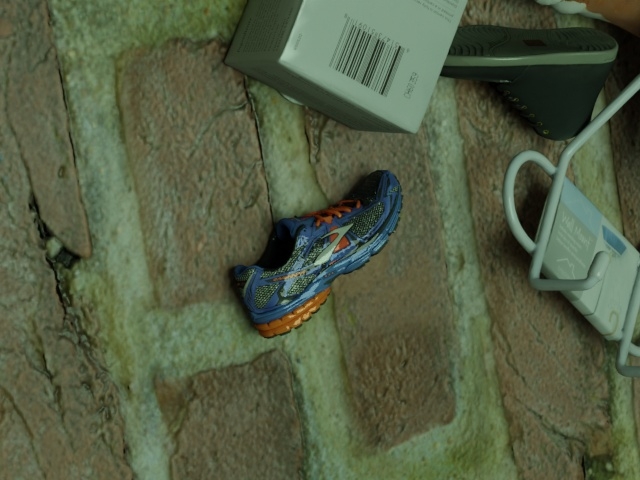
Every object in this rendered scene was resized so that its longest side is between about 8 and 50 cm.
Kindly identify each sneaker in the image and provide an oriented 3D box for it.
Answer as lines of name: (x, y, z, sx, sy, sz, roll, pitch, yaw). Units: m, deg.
sneaker: (0.212, -0.165, 1.840, 0.222, 0.083, 0.118, -1, 123, -16)
sneaker: (0.000, 0.000, 1.729, 0.221, 0.083, 0.087, -46, 111, -21)

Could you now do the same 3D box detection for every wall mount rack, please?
wall mount rack: (0.356, -0.026, 1.895, 0.350, 0.130, 0.304, 41, 57, -39)

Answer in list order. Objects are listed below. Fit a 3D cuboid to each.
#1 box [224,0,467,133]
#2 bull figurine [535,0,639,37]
box: (0.030, -0.222, 1.698, 0.181, 0.119, 0.181, 25, 82, -31)
bull figurine: (0.335, -0.312, 1.881, 0.310, 0.101, 0.188, 21, 81, -39)
